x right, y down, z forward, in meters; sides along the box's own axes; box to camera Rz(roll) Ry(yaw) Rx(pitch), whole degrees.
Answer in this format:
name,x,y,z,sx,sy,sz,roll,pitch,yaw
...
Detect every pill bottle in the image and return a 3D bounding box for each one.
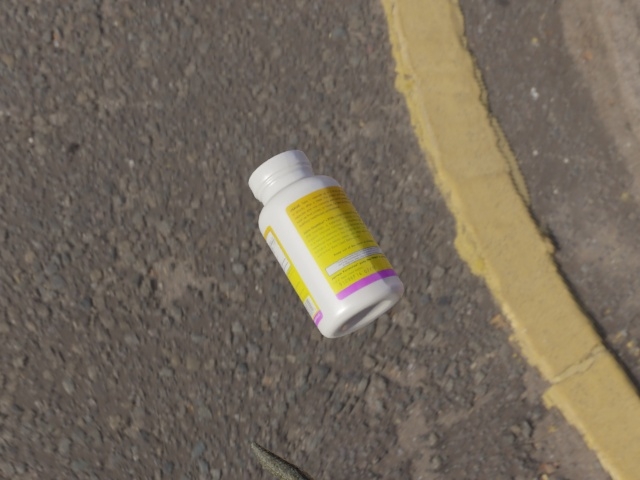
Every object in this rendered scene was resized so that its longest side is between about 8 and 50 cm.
name,x,y,z,sx,sy,sz,roll,pitch,yaw
pill bottle,0.000,0.000,0.454,0.043,0.043,0.083,-27,73,-15

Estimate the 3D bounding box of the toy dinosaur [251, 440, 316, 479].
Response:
name,x,y,z,sx,sy,sz,roll,pitch,yaw
toy dinosaur,0.009,0.234,0.349,0.121,0.160,0.313,-26,66,-11
